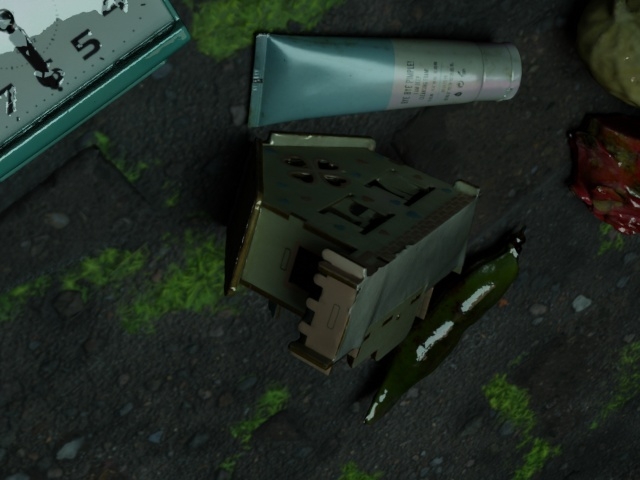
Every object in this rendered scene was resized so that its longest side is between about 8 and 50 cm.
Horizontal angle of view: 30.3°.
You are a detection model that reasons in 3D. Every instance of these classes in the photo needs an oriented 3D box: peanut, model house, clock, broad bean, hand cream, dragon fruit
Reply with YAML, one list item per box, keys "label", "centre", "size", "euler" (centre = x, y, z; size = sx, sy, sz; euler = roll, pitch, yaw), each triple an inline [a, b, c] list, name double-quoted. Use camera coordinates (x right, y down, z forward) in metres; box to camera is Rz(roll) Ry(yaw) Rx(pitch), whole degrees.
- label: "peanut"
  centre: [0.438, -0.207, 1.433]
  size: [0.291, 0.159, 0.143]
  euler: [24, 101, -39]
- label: "model house"
  centre: [0.000, 0.000, 1.282]
  size: [0.326, 0.244, 0.169]
  euler: [-33, 147, -54]
- label: "clock"
  centre: [-0.286, -0.203, 1.055]
  size: [0.262, 0.116, 0.231]
  euler: [-37, 128, -4]
- label: "broad bean"
  centre: [0.163, 0.111, 1.566]
  size: [0.339, 0.061, 0.077]
  euler: [-48, 144, 8]
- label: "hand cream"
  centre: [0.069, -0.183, 1.315]
  size: [0.312, 0.070, 0.111]
  euler: [-3, 125, -19]
- label: "dragon fruit"
  centre: [0.445, -0.085, 1.549]
  size: [0.261, 0.189, 0.163]
  euler: [5, 89, -28]
